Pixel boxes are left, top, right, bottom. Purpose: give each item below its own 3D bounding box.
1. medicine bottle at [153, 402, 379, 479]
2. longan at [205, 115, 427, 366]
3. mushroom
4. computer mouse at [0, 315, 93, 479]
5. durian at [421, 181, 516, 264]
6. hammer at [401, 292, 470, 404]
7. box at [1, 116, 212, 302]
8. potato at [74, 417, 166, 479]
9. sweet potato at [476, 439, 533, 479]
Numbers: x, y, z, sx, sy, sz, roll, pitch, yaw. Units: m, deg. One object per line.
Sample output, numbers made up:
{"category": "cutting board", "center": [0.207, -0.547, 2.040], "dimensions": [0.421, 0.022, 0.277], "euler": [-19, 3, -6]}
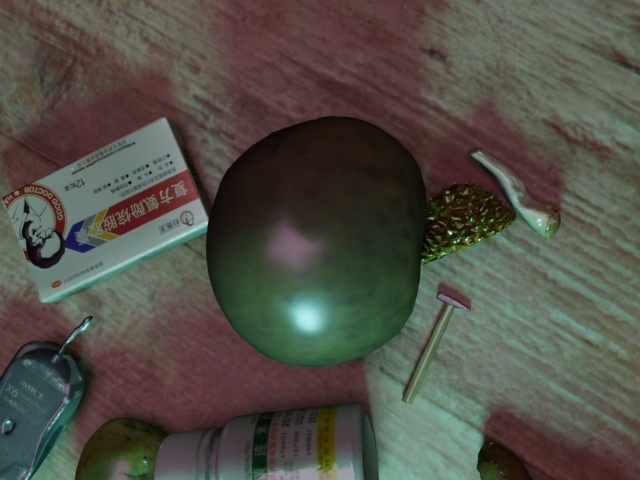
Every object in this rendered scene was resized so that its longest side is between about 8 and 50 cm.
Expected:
{"category": "medicine bottle", "center": [-0.083, 0.387, 1.308], "dimensions": [0.339, 0.208, 0.208], "euler": [-8, 85, 9]}
{"category": "longan", "center": [0.000, 0.000, 1.253], "dimensions": [0.336, 0.404, 0.405], "euler": [-2, 85, 53]}
{"category": "mushroom", "center": [0.325, -0.088, 1.339], "dimensions": [0.054, 0.059, 0.202], "euler": [-43, 79, 2]}
{"category": "computer mouse", "center": [-0.517, 0.296, 1.455], "dimensions": [0.167, 0.090, 0.379], "euler": [35, 88, 10]}
{"category": "durian", "center": [0.224, -0.039, 1.323], "dimensions": [0.186, 0.119, 0.108], "euler": [-26, 87, 9]}
{"category": "hammer", "center": [0.191, 0.191, 1.369], "dimensions": [0.062, 0.013, 0.199], "euler": [24, 91, 11]}
{"category": "box", "center": [-0.387, -0.053, 1.463], "dimensions": [0.353, 0.069, 0.214], "euler": [-25, 83, 10]}
{"category": "potato", "center": [-0.333, 0.434, 1.384], "dimensions": [0.197, 0.148, 0.228], "euler": [17, 90, -2]}
{"category": "sweet potato", "center": [0.338, 0.438, 1.260], "dimensions": [0.075, 0.075, 0.273], "euler": [-40, 55, 6]}
